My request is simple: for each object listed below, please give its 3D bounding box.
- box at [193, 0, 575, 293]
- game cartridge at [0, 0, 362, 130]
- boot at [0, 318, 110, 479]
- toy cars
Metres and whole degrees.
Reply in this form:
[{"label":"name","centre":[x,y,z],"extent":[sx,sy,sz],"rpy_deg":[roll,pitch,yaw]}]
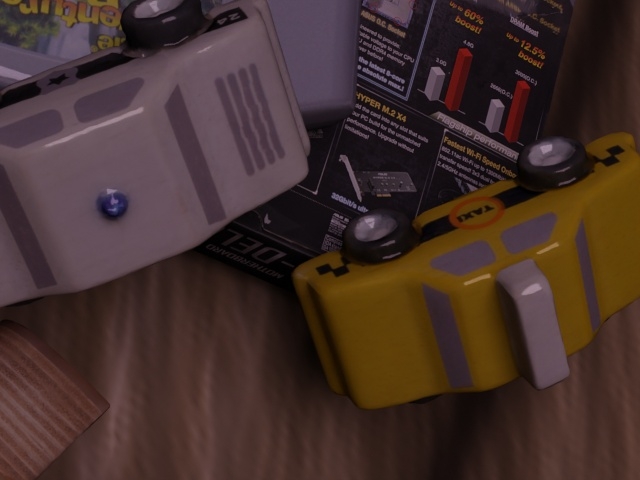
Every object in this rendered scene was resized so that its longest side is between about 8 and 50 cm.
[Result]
[{"label":"box","centre":[-0.019,-0.107,0.702],"extent":[0.307,0.076,0.242],"rpy_deg":[23,69,-19]},{"label":"game cartridge","centre":[-0.115,-0.150,0.594],"extent":[0.294,0.060,0.196],"rpy_deg":[9,78,-21]},{"label":"boot","centre":[-0.120,0.194,0.539],"extent":[0.283,0.109,0.220],"rpy_deg":[44,63,-1]},{"label":"toy cars","centre":[0.000,0.000,0.568],"extent":[0.393,0.087,0.176],"rpy_deg":[16,110,-26]}]
